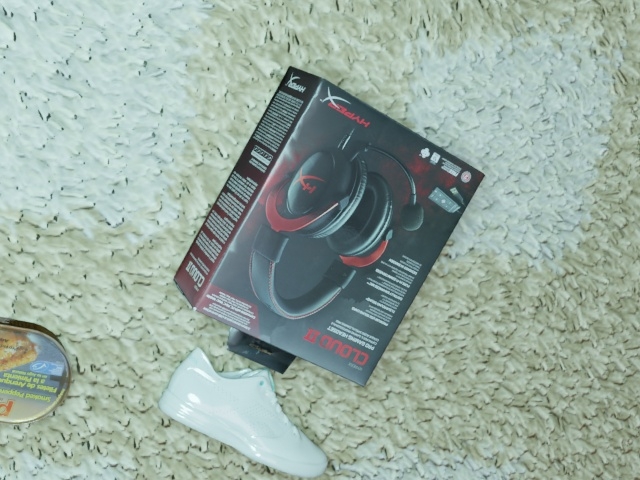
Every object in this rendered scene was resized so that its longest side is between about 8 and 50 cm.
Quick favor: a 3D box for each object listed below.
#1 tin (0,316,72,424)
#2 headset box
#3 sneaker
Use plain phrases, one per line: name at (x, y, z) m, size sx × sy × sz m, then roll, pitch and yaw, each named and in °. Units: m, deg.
tin at (-0.349, 0.127, 1.037) m, size 0.189 × 0.040 × 0.106 m, roll 14°, pitch 96°, yaw -22°
headset box at (0.000, 0.000, 1.079) m, size 0.218 × 0.110 × 0.293 m, roll 28°, pitch 95°, yaw -24°
sneaker at (-0.068, 0.190, 1.135) m, size 0.212 × 0.080 × 0.094 m, roll 31°, pitch 82°, yaw -23°
